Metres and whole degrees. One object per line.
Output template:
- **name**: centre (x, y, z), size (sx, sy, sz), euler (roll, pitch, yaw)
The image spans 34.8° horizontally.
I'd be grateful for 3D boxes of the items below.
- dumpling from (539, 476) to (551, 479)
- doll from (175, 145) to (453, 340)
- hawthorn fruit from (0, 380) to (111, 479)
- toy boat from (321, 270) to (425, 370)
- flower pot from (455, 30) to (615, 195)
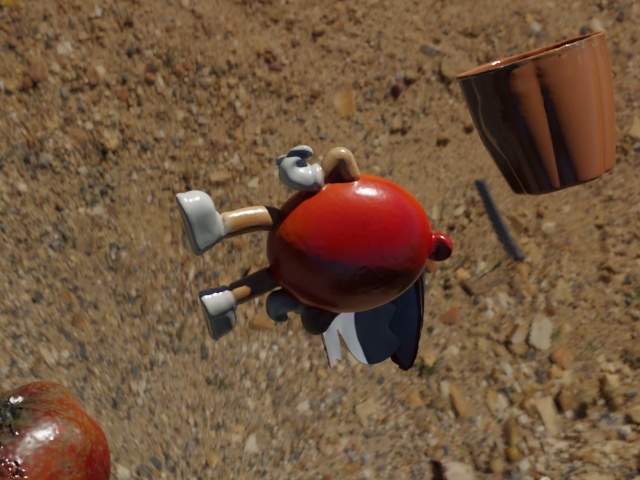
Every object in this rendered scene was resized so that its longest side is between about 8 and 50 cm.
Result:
- **dumpling**: centre (0.407, 0.420, 1.352), size (0.243, 0.227, 0.175), euler (-1, 96, 15)
- **doll**: centre (0.000, 0.000, 0.840), size (0.217, 0.183, 0.085), euler (-11, 38, -6)
- **hawthorn fruit**: centre (-0.297, 0.263, 1.064), size (0.181, 0.181, 0.235), euler (-28, 121, -14)
- **toy boat**: centre (0.088, 0.112, 1.448), size (0.072, 0.219, 0.318), euler (-6, 31, 24)
- **flower pot**: centre (0.285, -0.155, 1.277), size (0.191, 0.190, 0.173), euler (-21, 99, -13)
